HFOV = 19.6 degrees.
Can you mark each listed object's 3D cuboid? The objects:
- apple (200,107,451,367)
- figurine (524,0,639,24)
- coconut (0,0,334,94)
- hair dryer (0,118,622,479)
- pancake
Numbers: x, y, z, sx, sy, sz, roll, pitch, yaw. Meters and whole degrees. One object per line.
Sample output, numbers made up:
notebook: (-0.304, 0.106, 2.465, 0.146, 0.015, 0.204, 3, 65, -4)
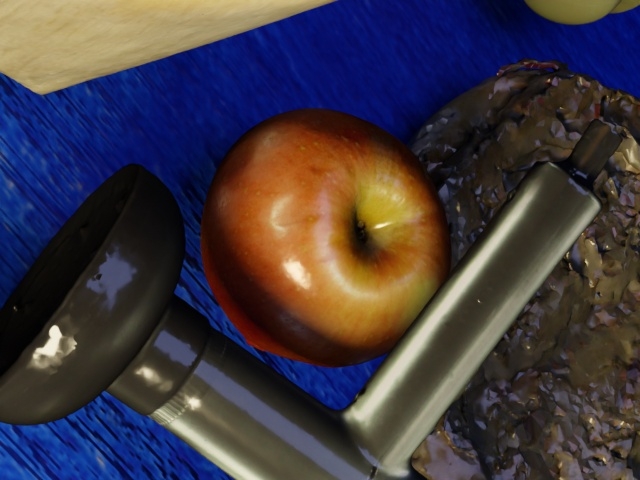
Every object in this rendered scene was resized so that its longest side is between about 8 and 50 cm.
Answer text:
apple: (0.000, 0.000, 1.143, 0.163, 0.139, 0.163, 5, 82, -32)
figurine: (0.192, -0.281, 1.416, 0.180, 0.154, 0.262, 19, 50, -32)
coconut: (-0.119, -0.266, 0.948, 0.415, 0.344, 0.415, -17, 128, -23)
hair dryer: (0.007, 0.030, 1.035, 0.320, 0.156, 0.284, 28, 77, -18)
pancake: (0.185, 0.055, 1.324, 0.382, 0.071, 0.382, 8, 75, -31)
